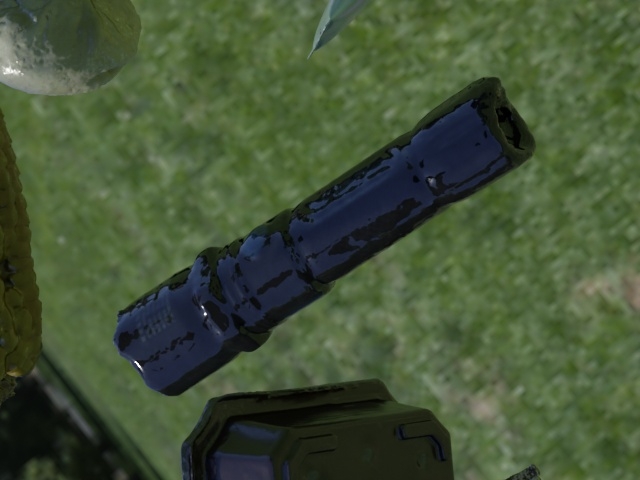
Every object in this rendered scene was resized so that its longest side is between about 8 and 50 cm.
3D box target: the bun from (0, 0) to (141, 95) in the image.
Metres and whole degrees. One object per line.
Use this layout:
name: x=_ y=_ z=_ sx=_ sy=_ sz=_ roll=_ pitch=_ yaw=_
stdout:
bun: x=-0.325 y=-0.275 z=2.186 sx=0.220 sy=0.220 sz=0.134 roll=45 pitch=138 yaw=32

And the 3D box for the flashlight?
flashlight: x=0.000 y=0.000 z=1.528 sx=0.103 sy=0.424 sz=0.103 roll=41 pitch=-151 yaw=-29

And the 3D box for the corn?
corn: x=-0.205 y=-0.025 z=0.951 sx=0.097 sy=0.097 sz=0.262 roll=-179 pitch=80 yaw=-75

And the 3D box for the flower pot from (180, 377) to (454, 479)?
flower pot: x=0.016 y=0.199 z=1.371 sx=0.084 sy=0.250 sz=0.179 roll=-8 pitch=86 yaw=45

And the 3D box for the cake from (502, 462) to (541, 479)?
cake: x=0.228 y=0.314 z=1.931 sx=0.051 sy=0.055 sz=0.140 roll=76 pitch=180 yaw=-68

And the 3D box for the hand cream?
hand cream: x=0.048 y=-0.278 z=1.870 sx=0.050 sy=0.205 sz=0.078 roll=36 pitch=156 yaw=-2
